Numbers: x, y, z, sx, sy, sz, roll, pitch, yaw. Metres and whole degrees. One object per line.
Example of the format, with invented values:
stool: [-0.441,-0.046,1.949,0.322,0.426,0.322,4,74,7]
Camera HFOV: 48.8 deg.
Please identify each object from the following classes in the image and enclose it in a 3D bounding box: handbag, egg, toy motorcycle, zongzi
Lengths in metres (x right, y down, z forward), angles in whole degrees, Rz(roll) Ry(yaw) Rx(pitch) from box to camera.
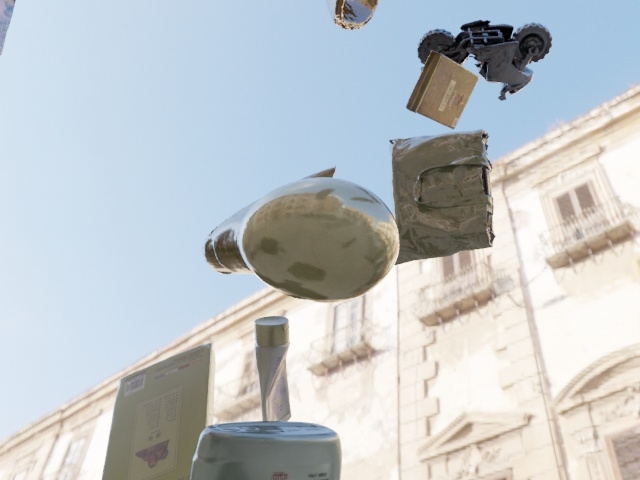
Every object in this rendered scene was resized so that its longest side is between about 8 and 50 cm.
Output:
handbag: [0.274,-0.109,1.621,0.253,0.316,0.109,-10,-24,30]
egg: [0.000,0.000,1.036,0.241,0.186,0.186,0,-46,-25]
toy motorcycle: [0.335,-0.370,1.459,0.270,0.106,0.159,-3,-46,6]
zongzi: [-0.118,-0.051,1.627,0.274,0.300,0.145,-3,-46,53]

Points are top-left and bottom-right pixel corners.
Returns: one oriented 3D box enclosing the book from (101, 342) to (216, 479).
book: [-0.315,0.371,1.366,0.239,0.352,0.035,-22,-51,12]

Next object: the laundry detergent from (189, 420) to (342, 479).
laundry detergent: [-0.102,0.506,1.159,0.264,0.398,0.124,9,-4,-32]

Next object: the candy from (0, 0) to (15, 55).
candy: [-0.614,-0.394,1.273,0.092,0.160,0.073,-16,-31,26]

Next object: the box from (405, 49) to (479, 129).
box: [0.183,-0.221,1.049,0.133,0.023,0.090,5,-65,-54]

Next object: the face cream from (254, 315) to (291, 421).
face cream: [-0.093,0.267,1.397,0.070,0.114,0.224,3,-80,25]

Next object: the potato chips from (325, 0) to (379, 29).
potato chips: [0.046,-0.390,0.997,0.062,0.208,0.195,21,-33,13]
